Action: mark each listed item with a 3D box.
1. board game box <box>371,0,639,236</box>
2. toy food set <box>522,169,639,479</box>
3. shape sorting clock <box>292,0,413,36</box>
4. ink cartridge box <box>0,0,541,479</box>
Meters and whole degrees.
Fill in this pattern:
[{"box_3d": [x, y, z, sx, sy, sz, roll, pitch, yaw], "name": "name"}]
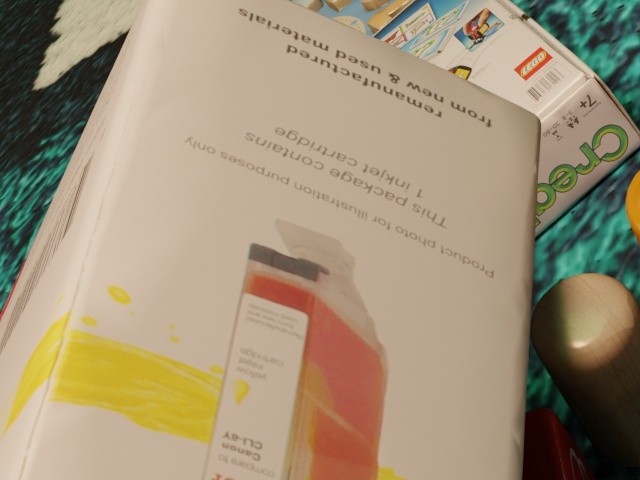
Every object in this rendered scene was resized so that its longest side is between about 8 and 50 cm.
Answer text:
[{"box_3d": [0.000, 0.000, 0.978, 0.305, 0.053, 0.193, -41, 28, 5], "name": "board game box"}, {"box_3d": [0.130, 0.094, 0.656, 0.111, 0.104, 0.232, -22, 50, 12], "name": "toy food set"}, {"box_3d": [-0.018, -0.098, 1.157, 0.206, 0.040, 0.206, -33, 29, 21], "name": "shape sorting clock"}, {"box_3d": [-0.061, 0.136, 0.646, 0.384, 0.160, 0.279, -79, 17, -49], "name": "ink cartridge box"}]
